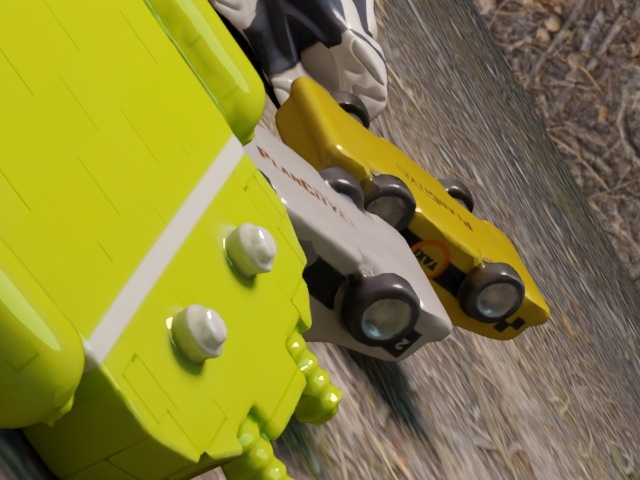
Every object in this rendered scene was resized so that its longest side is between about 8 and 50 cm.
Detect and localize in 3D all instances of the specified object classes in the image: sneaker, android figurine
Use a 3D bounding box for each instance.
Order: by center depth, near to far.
[{"bbox_3d":[-0.084,-0.023,0.673,0.273,0.056,0.248,55,28,-13],"label":"android figurine"},{"bbox_3d":[-0.028,-0.192,1.268,0.235,0.094,0.153,55,12,-19],"label":"sneaker"}]

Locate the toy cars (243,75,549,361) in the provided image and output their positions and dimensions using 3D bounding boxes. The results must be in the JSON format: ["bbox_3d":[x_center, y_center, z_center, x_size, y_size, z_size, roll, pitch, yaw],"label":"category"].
[{"bbox_3d":[0.000,0.000,0.967,0.176,0.087,0.394,49,14,13],"label":"toy cars"}]
